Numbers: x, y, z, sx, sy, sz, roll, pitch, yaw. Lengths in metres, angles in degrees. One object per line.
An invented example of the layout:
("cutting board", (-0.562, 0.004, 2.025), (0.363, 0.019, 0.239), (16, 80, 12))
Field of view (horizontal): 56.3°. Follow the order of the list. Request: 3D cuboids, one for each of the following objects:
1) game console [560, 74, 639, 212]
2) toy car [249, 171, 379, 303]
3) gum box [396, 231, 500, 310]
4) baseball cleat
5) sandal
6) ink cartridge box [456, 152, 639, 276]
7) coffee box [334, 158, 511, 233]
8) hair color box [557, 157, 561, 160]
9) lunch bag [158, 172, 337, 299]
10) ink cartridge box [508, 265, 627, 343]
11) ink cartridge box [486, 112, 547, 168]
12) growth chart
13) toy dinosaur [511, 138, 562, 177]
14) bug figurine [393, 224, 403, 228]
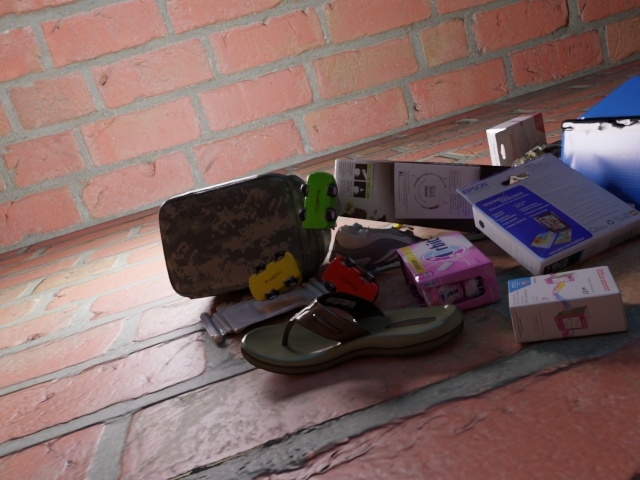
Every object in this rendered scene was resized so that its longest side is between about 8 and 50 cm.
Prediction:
("game console", (0.556, -0.153, 0.972), (0.174, 0.250, 0.293), (-5, 11, -17))
("toy car", (0.000, 0.000, 0.991), (0.239, 0.224, 0.053), (2, -9, 28))
("gum box", (0.189, 0.050, 0.906), (0.107, 0.062, 0.188), (-16, 14, 1))
("baseball cleat", (0.106, 0.024, 1.077), (0.206, 0.109, 0.072), (9, 21, -27))
("sandal", (0.036, 0.108, 0.807), (0.303, 0.086, 0.120), (-12, 15, 15))
("ink cartridge box", (0.359, -0.047, 0.951), (0.206, 0.045, 0.208), (-21, 45, -17))
("coffee box", (0.193, -0.092, 1.149), (0.297, 0.118, 0.168), (8, 10, 35))
("hair color box", (0.492, -0.120, 1.195), (0.043, 0.071, 0.141), (-11, 16, 20))
("lunch bag", (-0.139, -0.007, 1.209), (0.305, 0.212, 0.256), (-13, -5, 16))
("ink cartridge box", (0.294, 0.076, 0.720), (0.123, 0.052, 0.088), (-10, 16, 19))
("ink cartridge box", (0.514, -0.258, 1.593), (0.198, 0.115, 0.067), (-24, 18, -30))
("growth chart", (-0.096, 0.116, 1.051), (0.237, 0.021, 0.172), (-18, 14, -8))
("toy dinosaur", (0.591, -0.226, 1.510), (0.268, 0.064, 0.118), (-22, 9, -35))
("bug figurine", (0.295, -0.100, 1.330), (0.279, 0.072, 0.216), (-11, 15, 19))
